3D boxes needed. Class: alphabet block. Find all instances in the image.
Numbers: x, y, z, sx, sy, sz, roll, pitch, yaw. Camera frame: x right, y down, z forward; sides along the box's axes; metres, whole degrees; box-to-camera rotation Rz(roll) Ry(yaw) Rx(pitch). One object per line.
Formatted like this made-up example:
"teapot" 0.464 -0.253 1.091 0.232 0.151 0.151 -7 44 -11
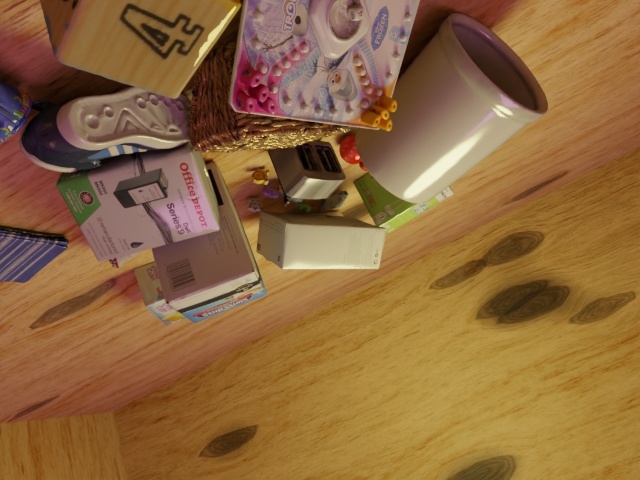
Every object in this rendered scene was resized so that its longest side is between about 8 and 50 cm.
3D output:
"alphabet block" -0.269 -0.363 0.649 0.197 0.192 0.194 -40 155 31

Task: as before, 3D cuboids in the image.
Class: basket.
"basket" -0.120 -0.311 0.952 0.299 0.213 0.223 -15 -170 -38

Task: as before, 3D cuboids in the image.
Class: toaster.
"toaster" -0.038 -0.201 1.259 0.168 0.185 0.110 -4 154 -41

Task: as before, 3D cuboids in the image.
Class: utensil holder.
"utensil holder" 0.321 -0.328 1.174 0.328 0.327 0.385 -5 153 -40

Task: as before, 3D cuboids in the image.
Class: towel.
"towel" -0.863 0.030 1.129 0.243 0.040 0.336 -32 155 22

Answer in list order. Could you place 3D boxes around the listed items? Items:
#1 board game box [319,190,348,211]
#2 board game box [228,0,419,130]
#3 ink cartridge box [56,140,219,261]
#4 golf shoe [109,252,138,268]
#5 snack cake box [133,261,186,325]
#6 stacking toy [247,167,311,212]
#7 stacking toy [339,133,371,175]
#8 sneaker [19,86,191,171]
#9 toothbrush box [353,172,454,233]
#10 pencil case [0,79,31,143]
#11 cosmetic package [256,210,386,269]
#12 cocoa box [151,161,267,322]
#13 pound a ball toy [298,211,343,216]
"board game box" 0.050 -0.148 1.682 0.090 0.020 0.090 -13 156 -27
"board game box" 0.045 -0.405 0.806 0.390 0.050 0.389 -5 120 -40
"ink cartridge box" -0.400 -0.099 1.021 0.290 0.121 0.210 -16 122 -5
"golf shoe" -0.539 -0.043 1.226 0.140 0.115 0.306 -30 166 -34
"snack cake box" -0.583 0.201 1.635 0.089 0.152 0.264 -21 158 -11
"stacking toy" -0.115 -0.146 1.392 0.222 0.052 0.167 5 150 -15
"stacking toy" 0.205 -0.233 1.398 0.331 0.141 0.141 19 138 -24
"sneaker" -0.438 -0.225 0.918 0.237 0.130 0.323 -8 -167 33
"toothbrush box" 0.297 -0.189 1.601 0.283 0.206 0.122 -34 157 19
"pencil case" -0.586 -0.252 0.648 0.119 0.133 0.306 -58 159 -6
"cosmetic package" 0.000 0.000 1.506 0.386 0.217 0.156 3 101 -33
"cocoa box" -0.319 0.011 1.223 0.232 0.346 0.228 -21 158 -8
"pound a ball toy" 0.010 -0.009 1.705 0.320 0.208 0.135 -6 151 -38
